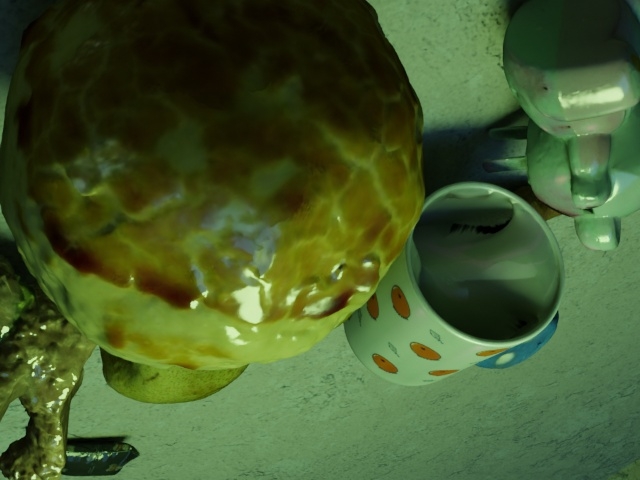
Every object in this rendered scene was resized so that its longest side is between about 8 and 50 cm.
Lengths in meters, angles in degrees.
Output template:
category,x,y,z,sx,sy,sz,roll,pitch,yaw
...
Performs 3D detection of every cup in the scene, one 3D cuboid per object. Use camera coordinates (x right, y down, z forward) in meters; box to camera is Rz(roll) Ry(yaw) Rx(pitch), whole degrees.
category,x,y,z,sx,sy,sz,roll,pitch,yaw
cup,0.159,0.081,1.169,0.213,0.212,0.317,-8,161,-19

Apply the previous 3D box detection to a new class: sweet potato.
category,x,y,z,sx,sy,sz,roll,pitch,yaw
sweet potato,0.324,-0.054,1.267,0.226,0.068,0.068,-14,146,-35

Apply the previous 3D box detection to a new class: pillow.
category,x,y,z,sx,sy,sz,roll,pitch,yaw
pillow,-0.391,0.368,1.441,0.150,0.048,0.090,9,126,-31

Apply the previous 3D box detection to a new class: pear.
category,x,y,z,sx,sy,sz,roll,pitch,yaw
pear,-0.173,0.098,1.083,0.211,0.188,0.228,-16,141,-36

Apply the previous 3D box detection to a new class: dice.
category,x,y,z,sx,sy,sz,roll,pitch,yaw
dice,0.291,0.119,1.397,0.143,0.146,0.146,10,133,-40

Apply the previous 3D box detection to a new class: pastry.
category,x,y,z,sx,sy,sz,roll,pitch,yaw
pastry,-0.088,-0.077,0.740,0.389,0.388,0.312,-15,-178,-10

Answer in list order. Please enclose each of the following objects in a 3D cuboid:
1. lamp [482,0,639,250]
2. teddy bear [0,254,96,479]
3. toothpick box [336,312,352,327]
category,x,y,z,sx,sy,sz,roll,pitch,yaw
lamp,0.303,-0.149,1.028,0.248,0.247,0.301,-5,145,27
teddy bear,-0.379,0.144,0.989,0.223,0.246,0.296,15,125,-18
toothpick box,0.000,0.000,1.066,0.175,0.175,0.271,-9,145,-19
